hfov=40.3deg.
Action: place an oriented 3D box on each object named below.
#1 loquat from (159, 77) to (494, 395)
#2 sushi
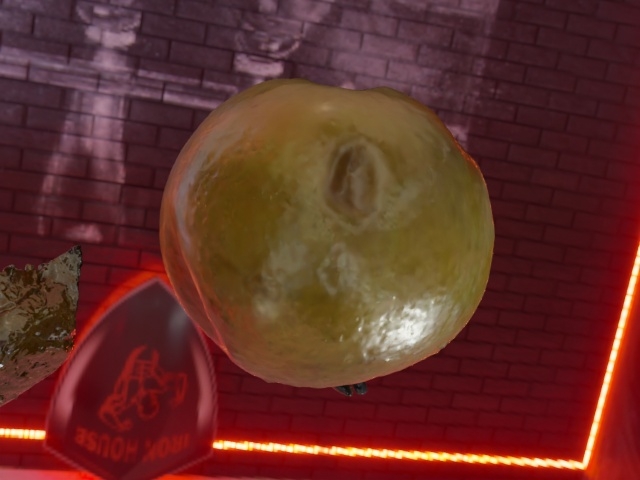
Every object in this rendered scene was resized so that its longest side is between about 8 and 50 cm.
[{"bbox_3d":[-0.005,-0.001,0.552,0.213,0.213,0.213,10,-169,-2],"label":"loquat"},{"bbox_3d":[-0.146,0.040,0.350,0.118,0.061,0.060,-25,-115,-20],"label":"sushi"}]
